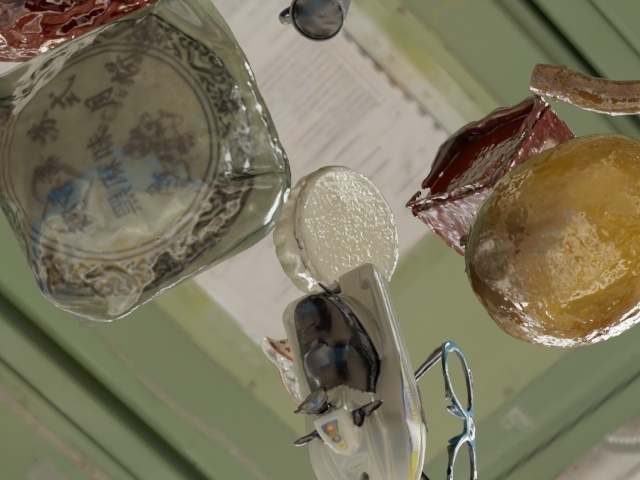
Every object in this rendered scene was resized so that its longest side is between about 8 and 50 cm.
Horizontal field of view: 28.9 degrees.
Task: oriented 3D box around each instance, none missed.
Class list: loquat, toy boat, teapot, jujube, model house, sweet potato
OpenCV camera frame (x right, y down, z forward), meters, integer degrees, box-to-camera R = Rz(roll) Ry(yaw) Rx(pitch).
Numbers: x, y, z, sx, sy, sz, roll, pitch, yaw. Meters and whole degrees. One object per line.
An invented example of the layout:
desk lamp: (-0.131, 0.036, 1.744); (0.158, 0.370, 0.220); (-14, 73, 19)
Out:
loquat: (0.251, 0.001, 1.193); (0.238, 0.193, 0.238); (-29, -175, 3)
toy boat: (0.029, 0.151, 1.302); (0.141, 0.141, 0.269); (-38, -141, 30)
teapot: (-0.011, 0.267, 2.334); (0.116, 0.245, 0.159); (-25, 168, -40)
jujube: (-0.325, -0.317, 1.526); (0.290, 0.197, 0.197); (-13, -167, -3)
model house: (0.267, -0.029, 1.578); (0.160, 0.254, 0.196); (-50, -165, -27)
sweet potato: (0.451, -0.214, 1.847); (0.067, 0.281, 0.059); (-59, 156, -47)

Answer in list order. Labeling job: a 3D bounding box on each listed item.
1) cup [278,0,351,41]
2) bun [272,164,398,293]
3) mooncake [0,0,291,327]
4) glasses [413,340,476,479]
cup: (-0.008, -0.322, 1.710); (0.100, 0.078, 0.077); (-9, -150, 18)
bun: (0.000, 0.000, 2.294); (0.175, 0.263, 0.263); (-15, -148, 47)
mooncake: (-0.162, -0.076, 1.079); (0.250, 0.254, 0.136); (-27, 166, 1)
glasses: (0.128, 0.262, 1.732); (0.102, 0.207, 0.239); (109, -21, -72)
